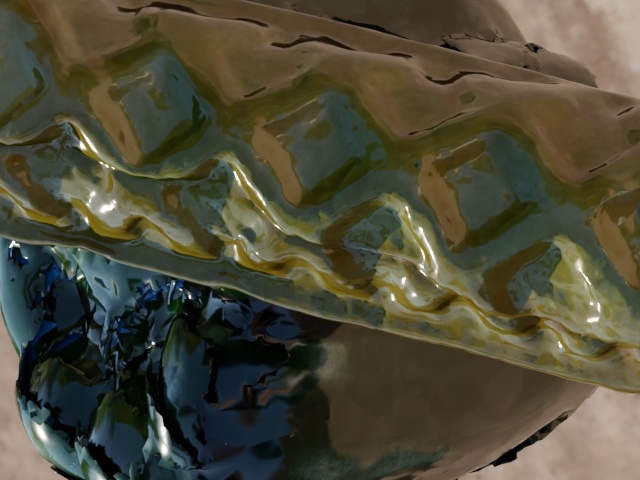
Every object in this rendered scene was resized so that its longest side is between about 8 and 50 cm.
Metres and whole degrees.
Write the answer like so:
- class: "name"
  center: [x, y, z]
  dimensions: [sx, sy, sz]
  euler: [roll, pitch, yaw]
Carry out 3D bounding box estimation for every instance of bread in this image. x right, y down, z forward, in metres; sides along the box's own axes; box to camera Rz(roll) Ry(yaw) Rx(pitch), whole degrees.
- class: "bread"
  center: [0.014, -0.019, 0.569]
  dimensions: [0.269, 0.087, 0.098]
  euler: [14, 149, 12]

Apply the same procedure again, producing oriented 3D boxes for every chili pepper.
- class: "chili pepper"
  center: [0.000, 0.000, 0.793]
  dimensions: [0.233, 0.256, 0.249]
  euler: [49, 133, 41]
